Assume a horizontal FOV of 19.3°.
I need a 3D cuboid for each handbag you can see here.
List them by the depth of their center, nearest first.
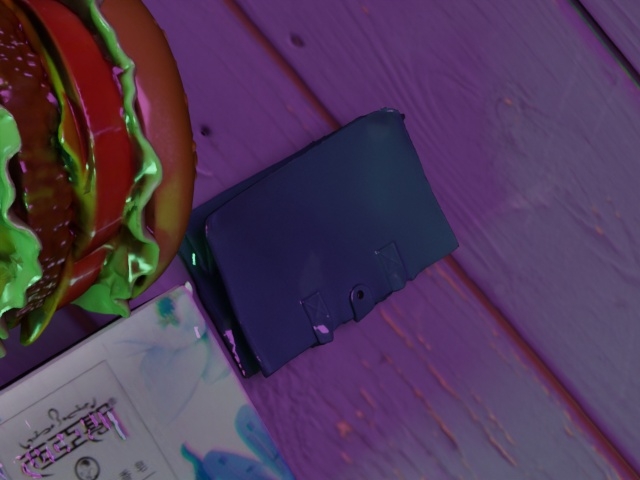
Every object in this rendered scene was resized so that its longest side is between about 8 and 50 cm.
[{"bbox_3d":[0.000,0.000,1.489,0.221,0.057,0.144,-33,102,-34],"label":"handbag"}]

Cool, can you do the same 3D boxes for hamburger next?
[{"bbox_3d":[-0.199,-0.068,1.256,0.212,0.274,0.274,-16,85,-28],"label":"hamburger"}]

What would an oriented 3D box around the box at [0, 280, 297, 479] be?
[{"bbox_3d":[-0.167,0.187,1.299,0.274,0.116,0.203,-31,93,-32],"label":"box"}]
